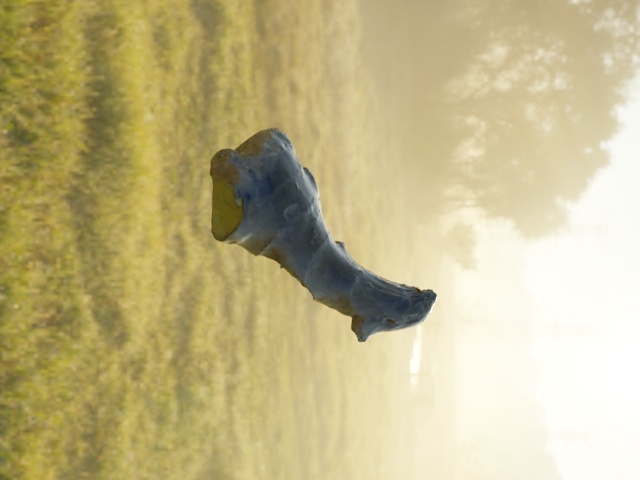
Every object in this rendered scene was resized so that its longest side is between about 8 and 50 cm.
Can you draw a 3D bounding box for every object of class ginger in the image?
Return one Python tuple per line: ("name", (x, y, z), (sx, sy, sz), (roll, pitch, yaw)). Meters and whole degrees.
("ginger", (0.000, 0.000, 1.104), (0.086, 0.295, 0.131), (-17, -140, 57))
